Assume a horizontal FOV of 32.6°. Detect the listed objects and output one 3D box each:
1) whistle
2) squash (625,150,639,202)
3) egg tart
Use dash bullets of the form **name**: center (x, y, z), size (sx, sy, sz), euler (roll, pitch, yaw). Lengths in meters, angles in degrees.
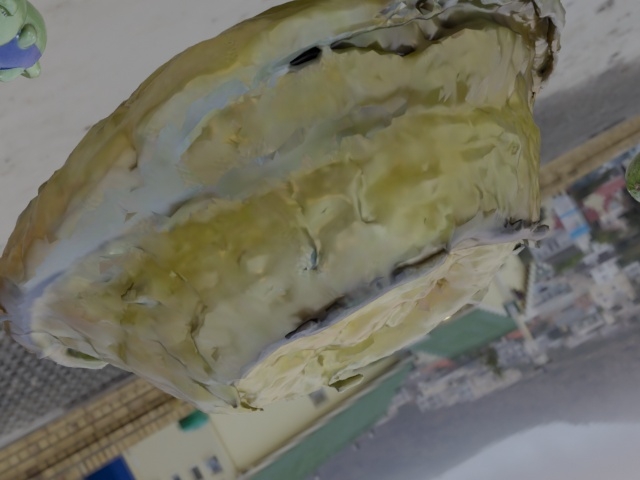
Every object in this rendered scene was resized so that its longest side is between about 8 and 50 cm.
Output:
- **whistle**: center (-0.342, -0.224, 1.151), size (0.227, 0.105, 0.085), euler (87, 27, -74)
- **squash**: center (0.368, -0.090, 1.017), size (0.252, 0.066, 0.066), euler (-29, 177, -36)
- **egg tart**: center (0.000, 0.000, 0.595), size (0.345, 0.132, 0.345), euler (-27, 164, -9)
